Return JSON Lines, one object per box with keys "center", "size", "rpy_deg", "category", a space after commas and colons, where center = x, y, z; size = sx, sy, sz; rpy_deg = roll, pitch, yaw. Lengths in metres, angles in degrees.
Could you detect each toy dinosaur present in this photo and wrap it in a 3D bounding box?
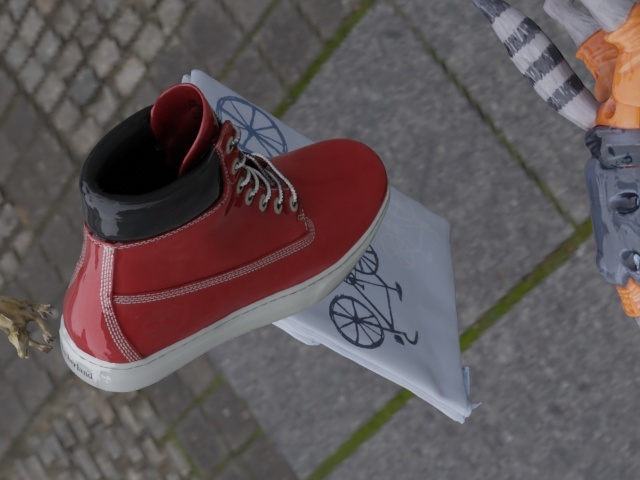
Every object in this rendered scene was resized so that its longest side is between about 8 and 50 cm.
{"center": [-0.327, 0.073, 1.697], "size": [0.183, 0.092, 0.053], "rpy_deg": [27, 88, 44], "category": "toy dinosaur"}

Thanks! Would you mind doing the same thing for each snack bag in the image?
{"center": [0.000, 0.000, 1.579], "size": [0.342, 0.323, 0.037], "rpy_deg": [29, 121, -20], "category": "snack bag"}

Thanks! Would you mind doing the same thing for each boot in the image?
{"center": [-0.038, -0.034, 0.928], "size": [0.088, 0.244, 0.176], "rpy_deg": [39, 139, 24], "category": "boot"}

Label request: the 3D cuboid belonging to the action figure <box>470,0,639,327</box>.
{"center": [0.247, -0.064, 1.338], "size": [0.341, 0.178, 0.330], "rpy_deg": [139, 113, -80], "category": "action figure"}
